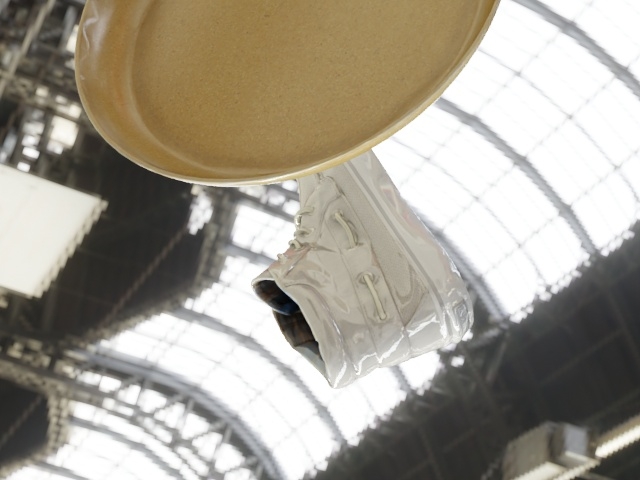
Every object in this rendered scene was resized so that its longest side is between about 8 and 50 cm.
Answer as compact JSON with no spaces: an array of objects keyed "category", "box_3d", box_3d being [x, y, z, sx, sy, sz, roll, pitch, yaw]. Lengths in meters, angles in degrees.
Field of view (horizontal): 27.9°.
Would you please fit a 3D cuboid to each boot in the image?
[{"category":"boot","box_3d":[0.000,0.000,0.962,0.258,0.123,0.095,54,-17,46]}]

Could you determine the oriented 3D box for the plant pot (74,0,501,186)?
[{"category":"plant pot","box_3d":[-0.015,-0.121,0.664,0.236,0.032,0.236,-11,-124,17]}]
